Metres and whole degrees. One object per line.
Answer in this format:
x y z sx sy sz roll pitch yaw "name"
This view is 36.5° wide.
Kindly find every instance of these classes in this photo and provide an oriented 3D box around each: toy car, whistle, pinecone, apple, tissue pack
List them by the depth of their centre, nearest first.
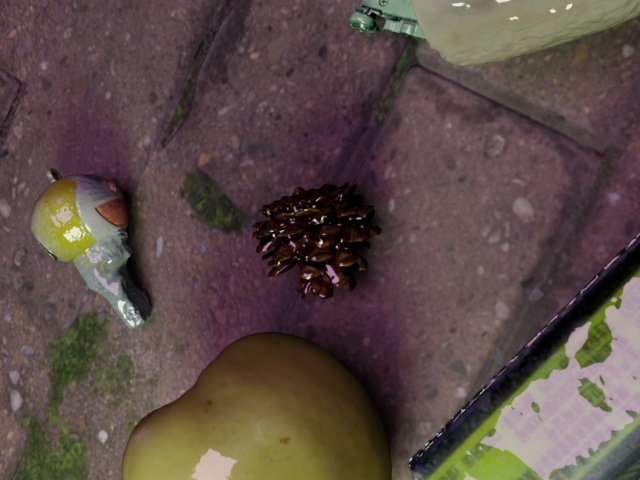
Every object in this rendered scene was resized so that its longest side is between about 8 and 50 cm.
0.282 0.084 0.790 0.394 0.288 0.124 -49 64 17 "tissue pack"
-0.063 0.229 0.989 0.262 0.262 0.262 -1 87 27 "apple"
0.101 -0.244 1.031 0.143 0.054 0.073 19 95 31 "toy car"
-0.001 0.000 1.032 0.140 0.140 0.121 -3 105 27 "pinecone"
-0.267 0.003 1.185 0.123 0.123 0.223 -35 87 22 "whistle"

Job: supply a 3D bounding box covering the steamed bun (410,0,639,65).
0.194 -0.345 0.888 0.247 0.236 0.384 -9 75 24 "steamed bun"
